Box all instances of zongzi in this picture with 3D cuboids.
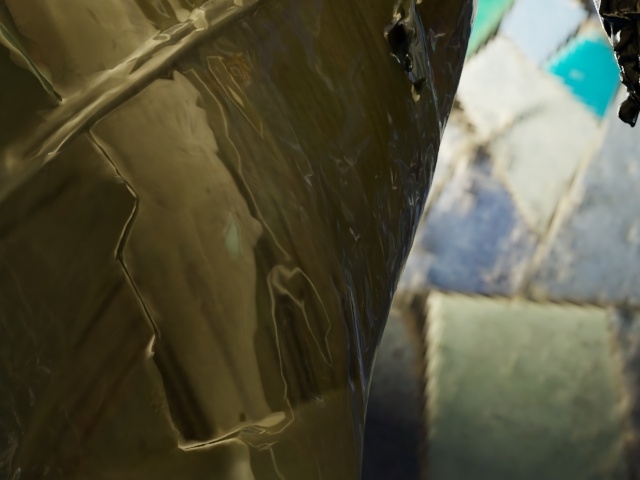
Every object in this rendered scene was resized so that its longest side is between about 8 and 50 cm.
[{"bbox_3d":[0.000,0.000,0.639,0.447,0.181,0.418,-17,-109,-51],"label":"zongzi"}]

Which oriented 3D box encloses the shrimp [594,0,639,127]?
[{"bbox_3d":[0.114,-0.109,0.663,0.034,0.161,0.091,-5,156,-11],"label":"shrimp"}]
